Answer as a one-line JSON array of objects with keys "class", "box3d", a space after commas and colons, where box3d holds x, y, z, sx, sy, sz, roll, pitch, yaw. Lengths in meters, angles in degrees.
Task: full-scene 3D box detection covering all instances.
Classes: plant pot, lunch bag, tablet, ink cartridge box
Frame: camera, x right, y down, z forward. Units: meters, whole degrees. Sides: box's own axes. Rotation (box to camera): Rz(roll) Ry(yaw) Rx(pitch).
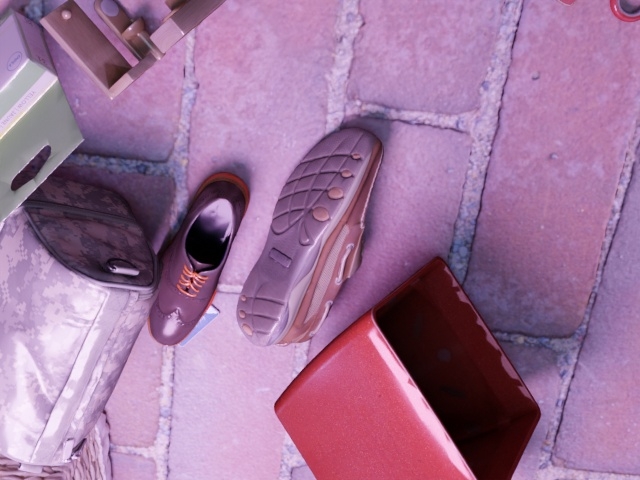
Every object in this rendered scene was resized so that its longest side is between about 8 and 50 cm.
[{"class": "plant pot", "box3d": [0.102, 0.218, 1.079, 0.235, 0.267, 0.267, -34, 87, 30]}, {"class": "lunch bag", "box3d": [-0.338, 0.103, 1.023, 0.212, 0.256, 0.305, 15, 112, -38]}, {"class": "tablet", "box3d": [-0.196, 0.116, 1.186, 0.083, 0.006, 0.054, -41, 105, 13]}, {"class": "ink cartridge box", "box3d": [-0.388, -0.151, 0.973, 0.171, 0.235, 0.056, -41, 141, 14]}]

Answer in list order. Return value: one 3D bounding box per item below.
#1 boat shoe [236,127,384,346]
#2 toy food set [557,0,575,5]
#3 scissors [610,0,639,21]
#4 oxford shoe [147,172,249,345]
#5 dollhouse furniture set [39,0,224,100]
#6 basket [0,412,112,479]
[{"class": "boat shoe", "box3d": [0.000, 0.000, 1.098, 0.116, 0.123, 0.325, 19, 104, -43]}, {"class": "toy food set", "box3d": [0.336, -0.343, 1.004, 0.078, 0.019, 0.122, 39, 106, -14]}, {"class": "scissors", "box3d": [0.464, -0.392, 0.989, 0.108, 0.021, 0.297, 22, 108, -6]}, {"class": "oxford shoe", "box3d": [-0.181, 0.038, 1.104, 0.096, 0.098, 0.272, 20, 108, -8]}, {"class": "dollhouse furniture set", "box3d": [-0.218, -0.282, 0.961, 0.123, 0.144, 0.151, 49, 140, -16]}, {"class": "basket", "box3d": [-0.495, 0.443, 1.176, 0.328, 0.266, 0.332, 1, 109, 0]}]
